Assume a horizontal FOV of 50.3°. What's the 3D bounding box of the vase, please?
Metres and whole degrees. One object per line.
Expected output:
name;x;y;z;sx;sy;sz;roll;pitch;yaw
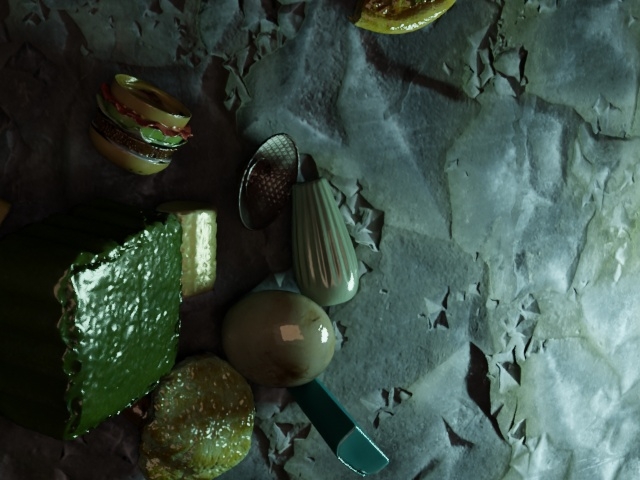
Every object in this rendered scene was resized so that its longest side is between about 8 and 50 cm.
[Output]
vase;0.000;0.000;1.342;0.128;0.128;0.248;-14;99;-19

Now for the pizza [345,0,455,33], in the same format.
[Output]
pizza;0.172;-0.509;1.314;0.292;0.058;0.197;-25;111;-15

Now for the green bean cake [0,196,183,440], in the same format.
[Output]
green bean cake;-0.376;0.108;1.087;0.218;0.335;0.319;12;107;16

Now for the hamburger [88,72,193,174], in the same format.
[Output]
hamburger;-0.308;-0.187;1.145;0.175;0.175;0.137;24;106;-26

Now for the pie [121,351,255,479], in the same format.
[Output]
pie;-0.248;0.351;1.338;0.257;0.105;0.274;-23;112;-26

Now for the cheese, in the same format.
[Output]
cheese;-0.248;0.015;1.248;0.123;0.094;0.167;-12;111;-46

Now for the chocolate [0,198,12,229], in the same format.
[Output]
chocolate;-0.614;-0.079;1.093;0.219;0.085;0.085;33;89;-22

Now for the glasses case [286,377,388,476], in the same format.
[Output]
glasses case;0.016;0.344;1.333;0.070;0.301;0.117;-44;115;-8

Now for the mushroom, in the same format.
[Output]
mushroom;-0.080;0.183;1.326;0.226;0.178;0.226;8;129;10

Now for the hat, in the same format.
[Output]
hat;-0.125;-0.120;1.284;0.193;0.082;0.193;-45;147;-40
